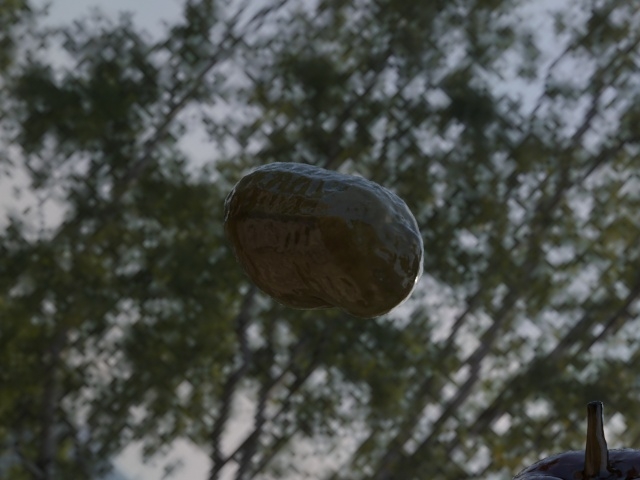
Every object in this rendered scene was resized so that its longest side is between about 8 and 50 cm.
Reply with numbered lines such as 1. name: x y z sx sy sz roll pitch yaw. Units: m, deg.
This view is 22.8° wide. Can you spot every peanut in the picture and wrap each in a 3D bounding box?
1. peanut: 0.000 0.000 1.387 0.224 0.129 0.129 15 -31 51

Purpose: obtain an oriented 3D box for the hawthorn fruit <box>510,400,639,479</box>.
1. hawthorn fruit: 0.279 0.314 1.569 0.287 0.287 0.330 23 -58 58
